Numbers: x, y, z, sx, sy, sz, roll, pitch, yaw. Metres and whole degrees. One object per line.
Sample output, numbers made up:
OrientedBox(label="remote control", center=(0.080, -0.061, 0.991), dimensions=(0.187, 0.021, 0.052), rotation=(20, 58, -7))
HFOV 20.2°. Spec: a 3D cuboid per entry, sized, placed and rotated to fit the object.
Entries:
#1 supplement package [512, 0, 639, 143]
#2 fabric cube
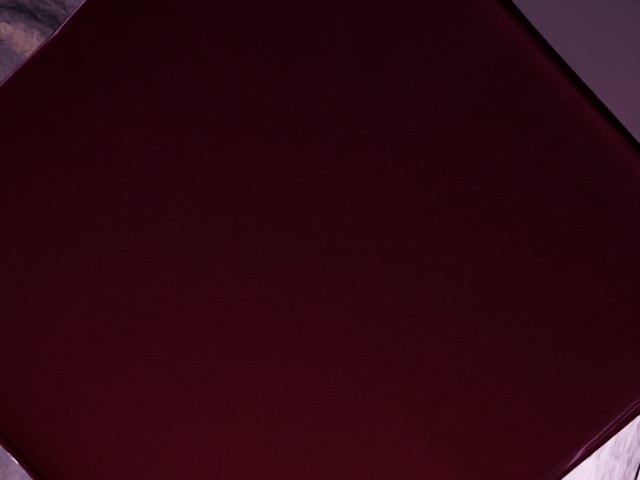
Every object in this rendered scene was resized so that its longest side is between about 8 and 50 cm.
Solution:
OrientedBox(label="supplement package", center=(0.102, -0.142, 1.107), dimensions=(0.177, 0.293, 0.175), rotation=(-31, -40, -81))
OrientedBox(label="fabric cube", center=(0.000, 0.000, 0.765), dimensions=(0.259, 0.254, 0.258), rotation=(-42, 1, 10))
